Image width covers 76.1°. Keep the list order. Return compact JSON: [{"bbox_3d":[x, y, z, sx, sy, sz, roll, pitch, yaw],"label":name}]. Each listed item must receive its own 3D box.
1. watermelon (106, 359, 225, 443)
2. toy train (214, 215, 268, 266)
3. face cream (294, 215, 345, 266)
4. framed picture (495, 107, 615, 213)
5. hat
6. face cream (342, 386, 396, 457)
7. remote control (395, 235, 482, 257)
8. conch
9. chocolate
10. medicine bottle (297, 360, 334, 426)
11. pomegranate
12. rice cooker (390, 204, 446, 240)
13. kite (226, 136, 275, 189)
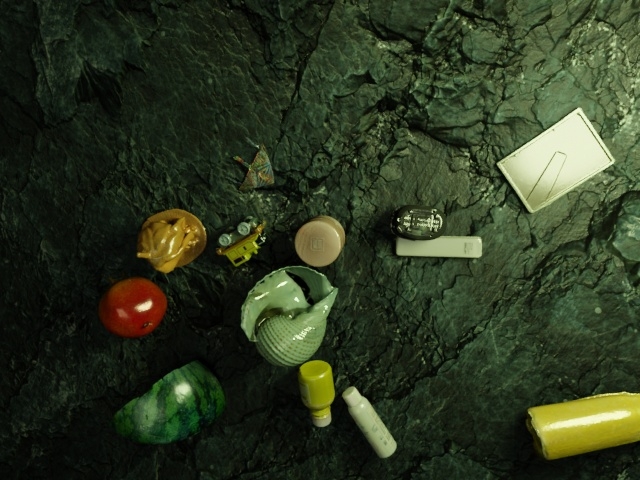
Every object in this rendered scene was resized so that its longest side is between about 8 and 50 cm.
[{"bbox_3d":[-0.548,0.567,1.493,0.319,0.292,0.222,18,111,16],"label":"watermelon"},{"bbox_3d":[-0.259,0.001,1.386,0.219,0.089,0.127,-29,107,16],"label":"toy train"},{"bbox_3d":[0.000,0.000,1.319,0.149,0.104,0.149,3,104,11],"label":"face cream"},{"bbox_3d":[0.668,-0.222,1.167,0.260,0.023,0.189,-36,94,18],"label":"framed picture"},{"bbox_3d":[-0.552,0.014,1.371,0.244,0.233,0.233,32,107,1],"label":"hat"},{"bbox_3d":[0.168,0.640,1.455,0.082,0.082,0.269,-32,95,17],"label":"face cream"},{"bbox_3d":[0.370,0.018,1.289,0.261,0.029,0.067,1,103,14],"label":"remote control"},{"bbox_3d":[-0.105,0.238,1.349,0.319,0.215,0.303,-45,98,-14],"label":"conch"},{"bbox_3d":[0.878,0.560,1.262,0.445,0.162,0.162,-16,100,11],"label":"chocolate"},{"bbox_3d":[-0.009,0.546,1.446,0.122,0.122,0.212,-5,103,13],"label":"medicine bottle"},{"bbox_3d":[-0.678,0.226,1.470,0.221,0.221,0.256,-47,65,18],"label":"pomegranate"},{"bbox_3d":[0.297,-0.053,1.241,0.165,0.106,0.112,5,91,3],"label":"rice cooker"},{"bbox_3d":[-0.218,-0.236,1.356,0.160,0.010,0.183,32,111,-1],"label":"kite"}]
